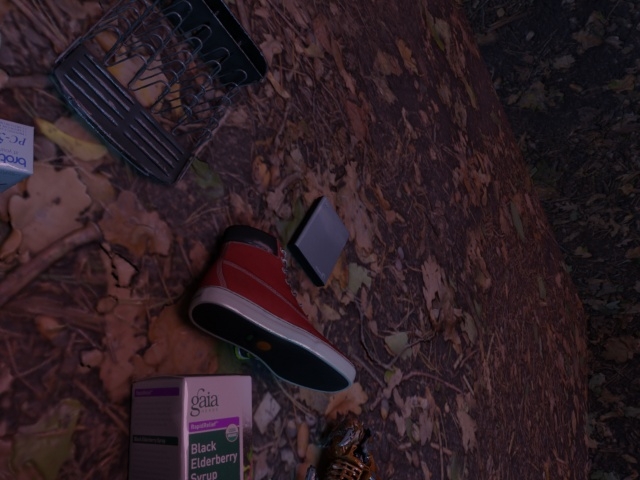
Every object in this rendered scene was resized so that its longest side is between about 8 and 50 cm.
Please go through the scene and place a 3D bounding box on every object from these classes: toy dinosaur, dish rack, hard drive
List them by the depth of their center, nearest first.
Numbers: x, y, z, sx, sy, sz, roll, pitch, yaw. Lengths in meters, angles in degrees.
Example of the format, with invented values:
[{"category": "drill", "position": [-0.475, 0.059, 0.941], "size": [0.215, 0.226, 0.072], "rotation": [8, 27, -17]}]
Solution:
[{"category": "dish rack", "position": [-0.189, -0.216, 0.636], "size": [0.208, 0.074, 0.271], "rotation": [47, 45, -33]}, {"category": "toy dinosaur", "position": [0.046, 0.431, 0.711], "size": [0.218, 0.164, 0.322], "rotation": [31, 72, -27]}, {"category": "hard drive", "position": [0.000, 0.000, 0.860], "size": [0.094, 0.022, 0.135], "rotation": [56, 40, -26]}]

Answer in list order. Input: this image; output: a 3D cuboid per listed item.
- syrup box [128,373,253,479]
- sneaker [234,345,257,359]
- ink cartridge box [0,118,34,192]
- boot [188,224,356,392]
[{"category": "syrup box", "position": [-0.135, 0.262, 0.527], "size": [0.093, 0.096, 0.236], "rotation": [16, 67, -50]}, {"category": "sneaker", "position": [-0.077, 0.151, 0.692], "size": [0.083, 0.035, 0.031], "rotation": [6, 75, -51]}, {"category": "ink cartridge box", "position": [-0.338, -0.075, 0.366], "size": [0.207, 0.097, 0.046], "rotation": [9, 71, -51]}, {"category": "boot", "position": [-0.042, 0.084, 0.682], "size": [0.244, 0.088, 0.176], "rotation": [38, 37, -20]}]
